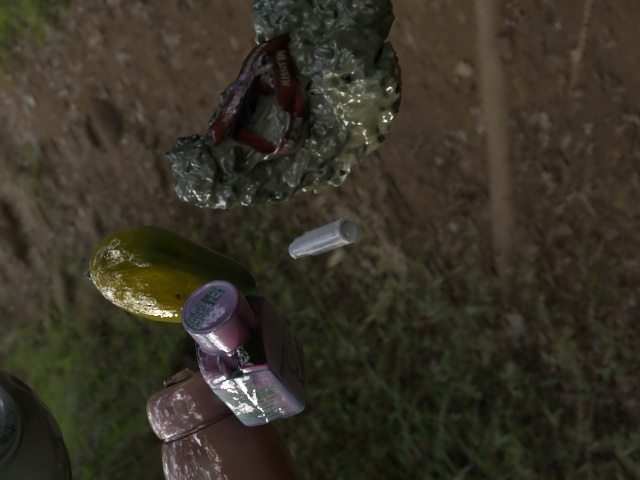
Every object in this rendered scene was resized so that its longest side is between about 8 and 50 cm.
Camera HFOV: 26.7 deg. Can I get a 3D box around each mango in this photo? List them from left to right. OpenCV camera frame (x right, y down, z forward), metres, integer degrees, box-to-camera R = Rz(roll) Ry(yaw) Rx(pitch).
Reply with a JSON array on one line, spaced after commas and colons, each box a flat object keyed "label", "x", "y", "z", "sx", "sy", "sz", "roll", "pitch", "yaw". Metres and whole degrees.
[{"label": "mango", "x": -0.216, "y": 0.058, "z": 1.936, "sx": 0.237, "sy": 0.137, "sz": 0.091, "roll": 26, "pitch": -153, "yaw": -22}]

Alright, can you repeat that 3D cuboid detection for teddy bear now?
[{"label": "teddy bear", "x": -0.036, "y": -0.237, "z": 1.787, "sx": 0.224, "sy": 0.357, "sz": 0.367, "roll": 25, "pitch": -138, "yaw": -41}]

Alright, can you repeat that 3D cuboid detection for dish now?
[{"label": "dish", "x": -0.396, "y": 0.220, "z": 1.412, "sx": 0.303, "sy": 0.303, "sz": 0.120, "roll": 51, "pitch": 142, "yaw": 26}]

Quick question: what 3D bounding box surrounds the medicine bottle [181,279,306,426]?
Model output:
[{"label": "medicine bottle", "x": -0.094, "y": 0.134, "z": 1.665, "sx": 0.188, "sy": 0.094, "sz": 0.119, "roll": 55, "pitch": -157, "yaw": -44}]

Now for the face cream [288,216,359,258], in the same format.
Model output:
[{"label": "face cream", "x": 0.000, "y": 0.000, "z": 1.733, "sx": 0.130, "sy": 0.034, "sz": 0.034, "roll": -22, "pitch": 98, "yaw": 54}]

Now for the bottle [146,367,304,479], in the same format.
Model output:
[{"label": "bottle", "x": -0.126, "y": 0.314, "z": 1.824, "sx": 0.296, "sy": 0.173, "sz": 0.206, "roll": 64, "pitch": 168, "yaw": -1}]
